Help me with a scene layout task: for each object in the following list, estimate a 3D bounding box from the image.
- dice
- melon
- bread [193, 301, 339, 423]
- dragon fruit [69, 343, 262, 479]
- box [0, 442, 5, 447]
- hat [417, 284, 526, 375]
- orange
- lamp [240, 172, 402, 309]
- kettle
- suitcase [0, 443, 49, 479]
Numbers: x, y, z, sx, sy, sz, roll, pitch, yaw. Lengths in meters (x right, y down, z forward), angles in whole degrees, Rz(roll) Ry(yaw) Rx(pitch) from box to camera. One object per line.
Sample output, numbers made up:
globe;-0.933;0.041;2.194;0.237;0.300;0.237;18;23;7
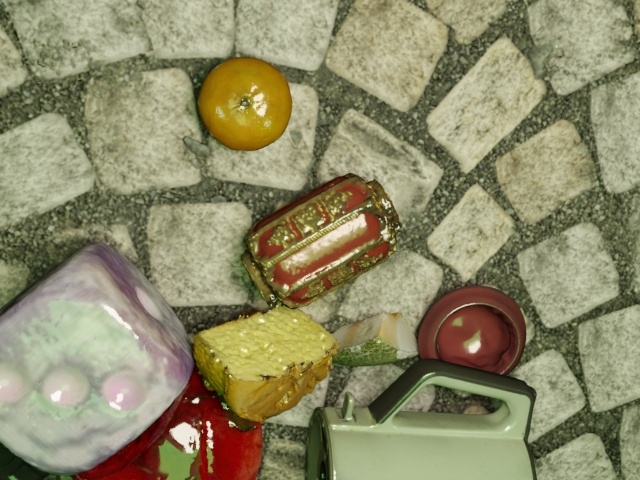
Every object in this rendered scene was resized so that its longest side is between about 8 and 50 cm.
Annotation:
dice;-0.382;0.182;1.157;0.271;0.270;0.270;-38;103;0
melon;0.090;0.180;1.307;0.202;0.139;0.093;-6;79;-4
bread;-0.098;0.217;1.227;0.160;0.260;0.147;36;121;24
dragon fruit;-0.225;0.369;1.247;0.282;0.100;0.343;41;77;-1
box;-0.514;0.308;1.168;0.073;0.149;0.020;52;58;-14
hat;0.278;0.176;1.339;0.205;0.089;0.205;0;100;-3
orange;-0.123;-0.224;1.189;0.156;0.124;0.156;-2;100;-11
lamp;0.000;0.000;1.232;0.274;0.177;0.177;-29;103;1
kettle;0.180;0.379;1.287;0.376;0.250;0.361;4;103;-11
suitcase;-0.592;0.327;1.263;0.206;0.066;0.285;-42;103;2
